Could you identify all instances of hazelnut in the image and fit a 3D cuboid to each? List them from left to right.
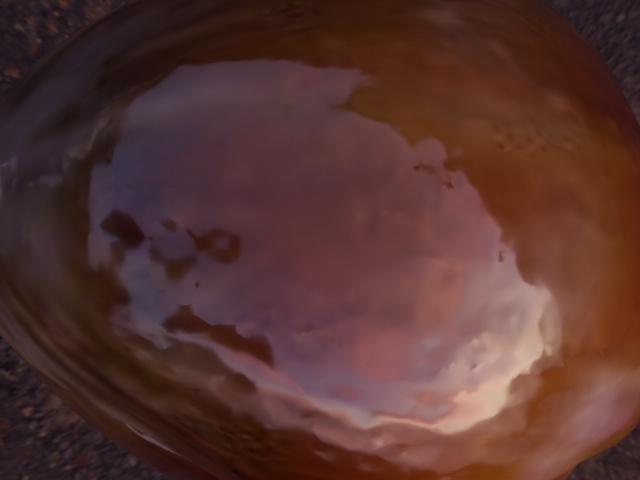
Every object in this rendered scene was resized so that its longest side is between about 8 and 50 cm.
[{"bbox_3d":[0.000,0.000,0.675,0.372,0.372,0.315,-5,69,4],"label":"hazelnut"}]
